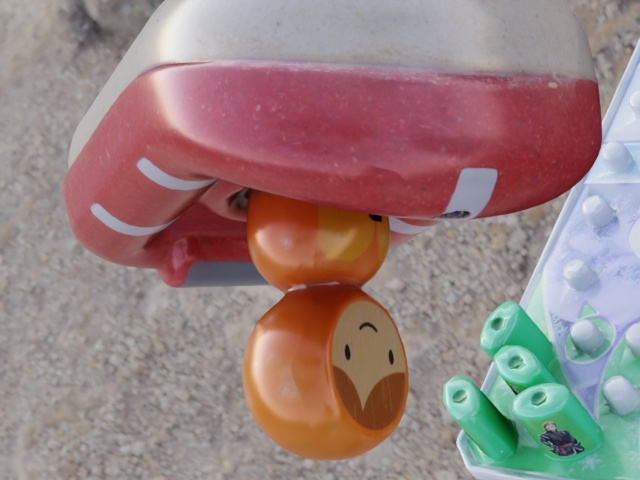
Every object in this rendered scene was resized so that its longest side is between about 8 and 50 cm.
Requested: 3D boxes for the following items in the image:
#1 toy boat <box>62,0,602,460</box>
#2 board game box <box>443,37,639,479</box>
[{"bbox_3d":[0.000,0.000,0.437,0.231,0.150,0.151,148,119,-64],"label":"toy boat"},{"bbox_3d":[0.279,-0.049,0.553,0.389,0.050,0.390,2,53,43],"label":"board game box"}]
